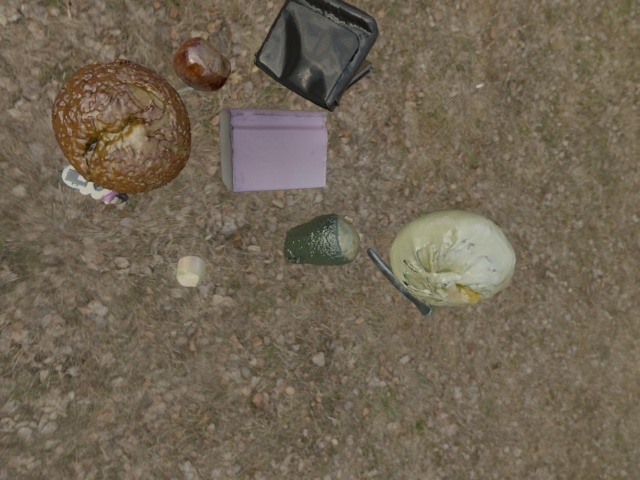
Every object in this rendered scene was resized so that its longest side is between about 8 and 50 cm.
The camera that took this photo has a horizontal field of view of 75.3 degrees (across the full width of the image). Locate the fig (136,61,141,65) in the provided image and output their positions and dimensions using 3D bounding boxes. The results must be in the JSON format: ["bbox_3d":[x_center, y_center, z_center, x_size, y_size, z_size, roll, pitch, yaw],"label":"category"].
[{"bbox_3d":[-0.684,-0.608,1.677,0.134,0.146,0.201,-48,136,-13],"label":"fig"}]

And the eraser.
[{"bbox_3d":[-0.155,-0.307,1.419,0.359,0.122,0.272,-10,109,-31],"label":"eraser"}]

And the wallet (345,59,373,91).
[{"bbox_3d":[0.108,-0.657,1.656,0.198,0.110,0.031,-39,148,-4],"label":"wallet"}]

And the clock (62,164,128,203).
[{"bbox_3d":[-0.840,-0.205,1.566,0.194,0.195,0.100,23,83,-1],"label":"clock"}]

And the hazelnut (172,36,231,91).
[{"bbox_3d":[-0.333,-0.487,1.170,0.154,0.143,0.143,25,76,-53],"label":"hazelnut"}]

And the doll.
[{"bbox_3d":[0.000,0.000,1.774,0.247,0.349,0.247,32,50,-50],"label":"doll"}]

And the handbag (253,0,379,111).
[{"bbox_3d":[-0.009,-0.446,0.964,0.247,0.080,0.223,35,102,15],"label":"handbag"}]

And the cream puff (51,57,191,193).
[{"bbox_3d":[-0.434,-0.251,0.924,0.303,0.212,0.303,-2,98,-18],"label":"cream puff"}]

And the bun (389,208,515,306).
[{"bbox_3d":[0.289,0.065,0.940,0.287,0.287,0.146,41,51,-24],"label":"bun"}]

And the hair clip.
[{"bbox_3d":[0.209,0.103,1.097,0.229,0.039,0.070,43,35,0],"label":"hair clip"}]

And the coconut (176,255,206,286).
[{"bbox_3d":[-0.533,0.121,1.711,0.116,0.116,0.122,29,33,-28],"label":"coconut"}]

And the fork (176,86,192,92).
[{"bbox_3d":[-0.559,-0.600,1.653,0.219,0.028,0.034,-32,134,-25],"label":"fork"}]
